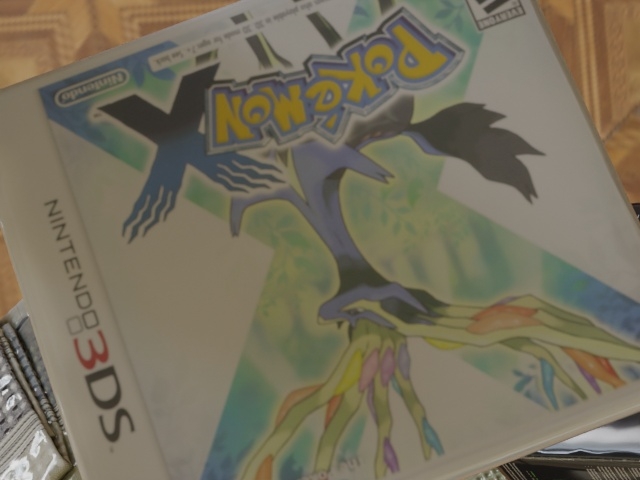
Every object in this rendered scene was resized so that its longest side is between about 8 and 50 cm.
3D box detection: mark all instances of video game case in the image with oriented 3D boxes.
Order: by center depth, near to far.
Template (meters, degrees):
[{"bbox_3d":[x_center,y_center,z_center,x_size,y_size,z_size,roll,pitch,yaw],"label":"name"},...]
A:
[{"bbox_3d":[0.000,0.000,0.914,0.329,0.036,0.300,-20,72,-3],"label":"video game case"}]

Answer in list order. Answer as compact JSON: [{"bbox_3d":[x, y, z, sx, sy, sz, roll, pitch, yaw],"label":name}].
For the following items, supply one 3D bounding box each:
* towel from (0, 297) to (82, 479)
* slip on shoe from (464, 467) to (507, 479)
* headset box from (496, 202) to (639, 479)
[{"bbox_3d":[-0.357,0.198,1.511,0.324,0.312,0.056,-35,125,-3],"label":"towel"},{"bbox_3d":[0.115,0.227,1.603,0.331,0.123,0.101,10,153,33],"label":"slip on shoe"},{"bbox_3d":[0.305,0.097,1.258,0.283,0.246,0.131,-5,139,40],"label":"headset box"}]
